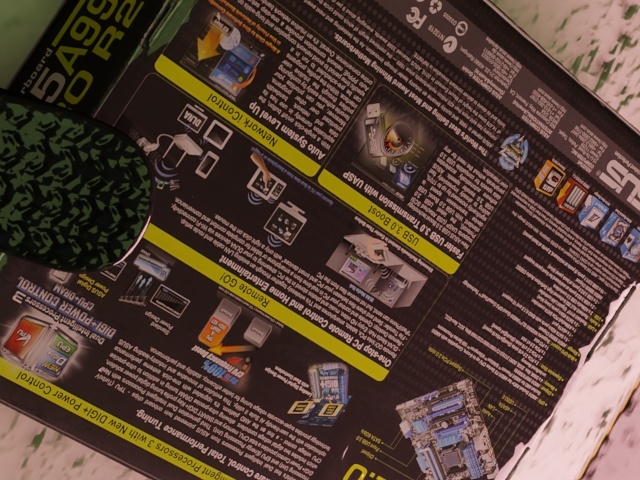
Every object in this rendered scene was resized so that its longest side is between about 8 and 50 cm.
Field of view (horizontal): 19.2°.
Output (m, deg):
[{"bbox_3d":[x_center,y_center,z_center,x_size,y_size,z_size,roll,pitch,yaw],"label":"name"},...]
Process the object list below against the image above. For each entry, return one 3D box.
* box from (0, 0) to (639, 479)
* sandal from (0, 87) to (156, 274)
[{"bbox_3d":[0.000,0.000,0.720,0.270,0.060,0.216,33,91,-39],"label":"box"},{"bbox_3d":[-0.139,-0.037,0.598,0.179,0.040,0.067,23,95,-15],"label":"sandal"}]
